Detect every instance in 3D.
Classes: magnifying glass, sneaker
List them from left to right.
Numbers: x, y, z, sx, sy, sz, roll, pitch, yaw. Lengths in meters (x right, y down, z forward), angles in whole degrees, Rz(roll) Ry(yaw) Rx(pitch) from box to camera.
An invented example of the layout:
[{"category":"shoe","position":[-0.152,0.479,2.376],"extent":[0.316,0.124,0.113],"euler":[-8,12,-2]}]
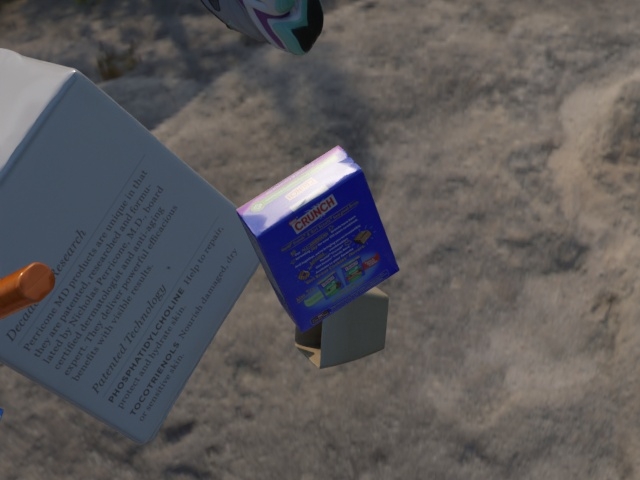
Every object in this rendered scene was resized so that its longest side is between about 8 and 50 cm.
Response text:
[{"category":"magnifying glass","position":[-0.255,0.061,0.791],"extent":[0.026,0.231,0.092],"euler":[53,41,-14]},{"category":"sneaker","position":[-0.041,-0.132,0.559],"extent":[0.069,0.098,0.038],"euler":[16,54,25]}]

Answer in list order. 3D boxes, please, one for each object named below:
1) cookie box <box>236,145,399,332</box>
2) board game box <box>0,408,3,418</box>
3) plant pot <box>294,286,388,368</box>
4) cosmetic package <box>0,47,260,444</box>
[{"category":"cookie box","position":[0.000,0.000,0.856],"extent":[0.091,0.107,0.040],"euler":[-32,44,-11]},{"category":"board game box","position":[-0.457,0.221,1.229],"extent":[0.210,0.160,0.047],"euler":[19,23,-12]},{"category":"plant pot","position":[0.030,0.100,1.532],"extent":[0.096,0.109,0.109],"euler":[1,12,-19]},{"category":"cosmetic package","position":[-0.350,-0.003,1.508],"extent":[0.329,0.393,0.327],"euler":[20,74,46]}]
